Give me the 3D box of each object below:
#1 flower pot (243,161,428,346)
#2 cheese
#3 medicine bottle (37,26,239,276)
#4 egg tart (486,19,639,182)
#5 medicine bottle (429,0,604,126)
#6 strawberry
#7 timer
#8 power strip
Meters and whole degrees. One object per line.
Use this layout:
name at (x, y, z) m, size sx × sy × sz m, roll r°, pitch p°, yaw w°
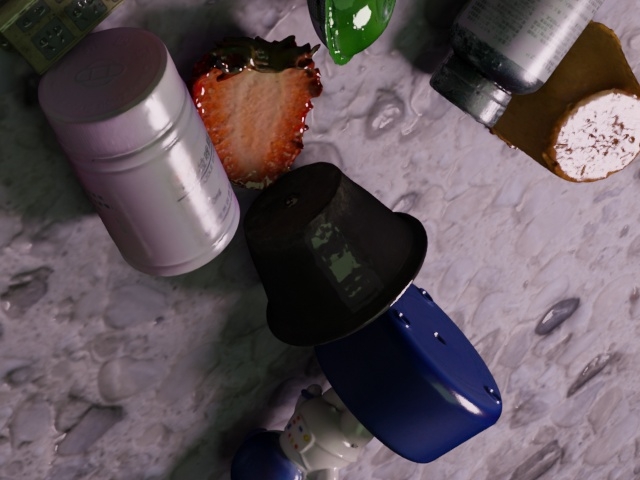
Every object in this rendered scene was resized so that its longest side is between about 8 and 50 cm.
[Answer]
flower pot at (0.000, 0.000, 1.886) m, size 0.235 × 0.235 × 0.148 m, roll -39°, pitch 120°, yaw -7°
cheese at (0.026, -0.312, 1.668) m, size 0.320 × 0.083 × 0.204 m, roll 51°, pitch 51°, yaw -67°
medicine bottle at (-0.196, -0.095, 1.669) m, size 0.152 × 0.152 × 0.254 m, roll -35°, pitch 139°, yaw -12°
egg tart at (0.333, -0.181, 2.025) m, size 0.215 × 0.171 × 0.215 m, roll -10°, pitch 129°, yaw -13°
medicine bottle at (0.259, -0.286, 1.898) m, size 0.141 × 0.141 × 0.293 m, roll 25°, pitch 104°, yaw -47°
strawberry at (-0.092, -0.159, 1.766) m, size 0.167 × 0.087 × 0.208 m, roll -1°, pitch 136°, yaw -25°
timer at (0.029, 0.253, 2.089) m, size 0.383 × 0.270 × 0.270 m, roll -43°, pitch 140°, yaw 14°
power strip at (-0.228, -0.284, 1.579) m, size 0.268 × 0.034 × 0.092 m, roll -42°, pitch 139°, yaw -4°
